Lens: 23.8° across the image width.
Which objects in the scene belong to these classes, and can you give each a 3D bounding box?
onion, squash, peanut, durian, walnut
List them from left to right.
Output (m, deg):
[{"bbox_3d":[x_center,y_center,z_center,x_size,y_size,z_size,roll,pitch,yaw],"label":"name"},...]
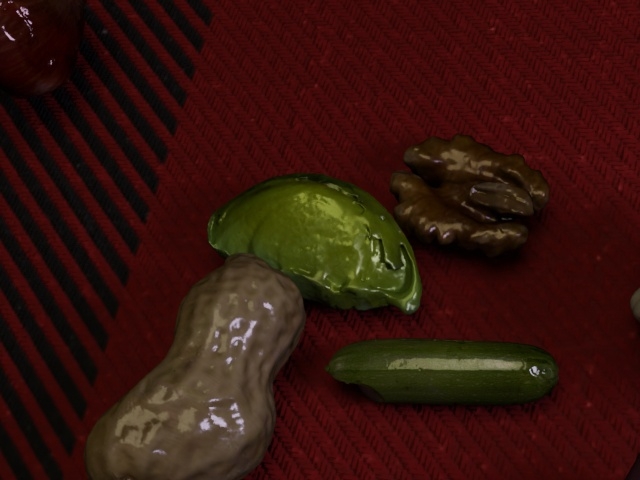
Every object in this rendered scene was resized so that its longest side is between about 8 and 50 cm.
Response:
[{"bbox_3d":[-0.347,-0.289,1.814,0.163,0.230,0.230,-28,56,11],"label":"onion"},{"bbox_3d":[-0.111,0.155,1.541,0.159,0.143,0.291,38,66,-8],"label":"peanut"},{"bbox_3d":[0.000,0.000,1.637,0.250,0.101,0.139,11,86,16],"label":"durian"},{"bbox_3d":[0.122,0.134,1.543,0.239,0.069,0.069,1,59,13],"label":"squash"},{"bbox_3d":[0.158,-0.042,1.643,0.170,0.069,0.143,23,65,22],"label":"walnut"}]

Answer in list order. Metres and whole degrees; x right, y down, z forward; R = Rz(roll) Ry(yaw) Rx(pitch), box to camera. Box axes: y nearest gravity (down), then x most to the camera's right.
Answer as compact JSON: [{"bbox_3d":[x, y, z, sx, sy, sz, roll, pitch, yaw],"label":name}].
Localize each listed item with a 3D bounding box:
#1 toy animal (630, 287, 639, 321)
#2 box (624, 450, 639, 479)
[{"bbox_3d":[0.400,0.031,1.409,0.206,0.265,0.272,-49,58,3],"label":"toy animal"},{"bbox_3d":[0.313,0.323,1.315,0.168,0.193,0.294,23,65,30],"label":"box"}]
